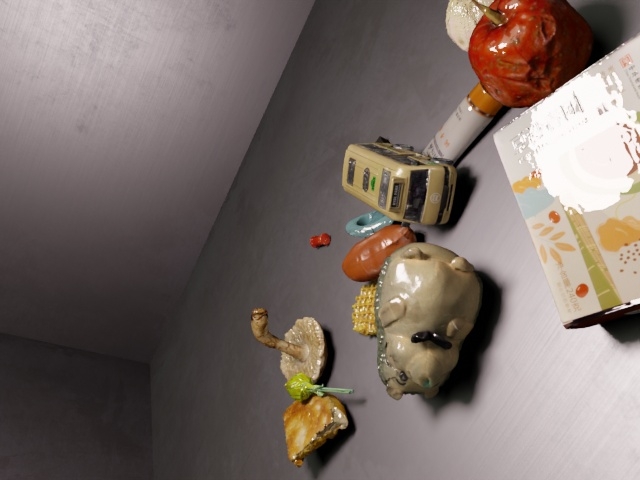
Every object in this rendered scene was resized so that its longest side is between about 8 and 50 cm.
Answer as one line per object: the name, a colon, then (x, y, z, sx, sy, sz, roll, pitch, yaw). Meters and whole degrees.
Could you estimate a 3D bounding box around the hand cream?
hand cream: (0.370, -0.290, 1.428, 0.314, 0.089, 0.139, 122, 149, -42)

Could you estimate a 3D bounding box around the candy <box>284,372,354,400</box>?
candy: (-0.002, 0.429, 1.519, 0.262, 0.073, 0.077, -12, 95, 46)

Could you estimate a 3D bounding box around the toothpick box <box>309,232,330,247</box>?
toothpick box: (0.000, 0.000, 1.968, 0.083, 0.047, 0.047, -15, 59, 58)

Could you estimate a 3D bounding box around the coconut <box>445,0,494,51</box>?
coconut: (0.433, -0.597, 1.415, 0.194, 0.195, 0.194, -43, 37, 43)

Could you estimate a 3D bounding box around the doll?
doll: (0.227, 0.184, 1.184, 0.247, 0.248, 0.349, -141, 61, -63)

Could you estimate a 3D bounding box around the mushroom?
mushroom: (-0.117, 0.329, 1.697, 0.233, 0.302, 0.208, -53, 6, 20)

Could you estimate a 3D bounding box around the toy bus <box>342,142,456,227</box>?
toy bus: (0.207, -0.163, 1.458, 0.365, 0.202, 0.176, -139, 51, -61)

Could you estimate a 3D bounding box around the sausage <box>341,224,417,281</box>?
sausage: (0.167, 0.042, 1.507, 0.258, 0.133, 0.133, -31, 45, 40)

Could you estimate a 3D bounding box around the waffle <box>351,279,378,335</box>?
waffle: (0.151, 0.195, 1.543, 0.191, 0.038, 0.191, -45, 34, 42)

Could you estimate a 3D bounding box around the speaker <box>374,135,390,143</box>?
speaker: (0.172, -0.271, 1.835, 0.191, 0.040, 0.046, -54, 29, 30)

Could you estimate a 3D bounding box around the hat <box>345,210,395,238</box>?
hat: (0.173, -0.044, 1.607, 0.191, 0.077, 0.138, -17, 19, 30)

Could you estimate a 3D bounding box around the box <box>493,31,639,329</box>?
box: (0.502, -0.090, 0.846, 0.345, 0.122, 0.384, -36, 60, 49)

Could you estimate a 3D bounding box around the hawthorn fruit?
hawthorn fruit: (0.458, -0.423, 1.159, 0.259, 0.262, 0.257, -3, 83, 26)

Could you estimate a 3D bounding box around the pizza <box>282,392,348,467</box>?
pizza: (-0.027, 0.557, 1.556, 0.336, 0.086, 0.225, -24, 38, 56)
